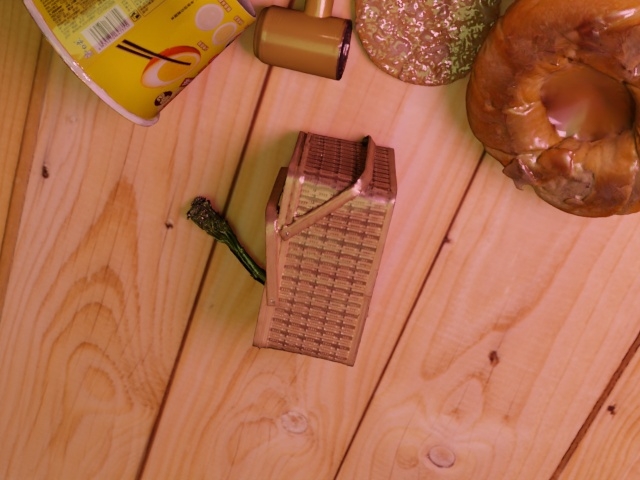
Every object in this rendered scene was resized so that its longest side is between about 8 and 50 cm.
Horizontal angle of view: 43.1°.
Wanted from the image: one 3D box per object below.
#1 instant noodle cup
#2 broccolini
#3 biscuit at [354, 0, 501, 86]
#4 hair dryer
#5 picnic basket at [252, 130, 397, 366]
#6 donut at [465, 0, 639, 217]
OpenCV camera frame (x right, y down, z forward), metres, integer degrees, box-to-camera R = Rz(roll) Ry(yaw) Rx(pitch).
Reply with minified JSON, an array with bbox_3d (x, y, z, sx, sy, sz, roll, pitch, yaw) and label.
[{"bbox_3d":[-0.244,-0.344,1.141,0.221,0.311,0.311,-32,103,11],"label":"instant noodle cup"},{"bbox_3d":[-0.135,0.018,1.390,0.054,0.051,0.239,-42,101,14],"label":"broccolini"},{"bbox_3d":[0.156,-0.333,1.188,0.219,0.033,0.220,4,114,9],"label":"biscuit"},{"bbox_3d":[-0.008,-0.385,1.181,0.134,0.090,0.279,14,108,8],"label":"hair dryer"},{"bbox_3d":[0.000,0.000,1.249,0.175,0.228,0.313,12,113,-1],"label":"picnic basket"},{"bbox_3d":[0.371,-0.190,1.086,0.360,0.170,0.360,22,138,21],"label":"donut"}]
